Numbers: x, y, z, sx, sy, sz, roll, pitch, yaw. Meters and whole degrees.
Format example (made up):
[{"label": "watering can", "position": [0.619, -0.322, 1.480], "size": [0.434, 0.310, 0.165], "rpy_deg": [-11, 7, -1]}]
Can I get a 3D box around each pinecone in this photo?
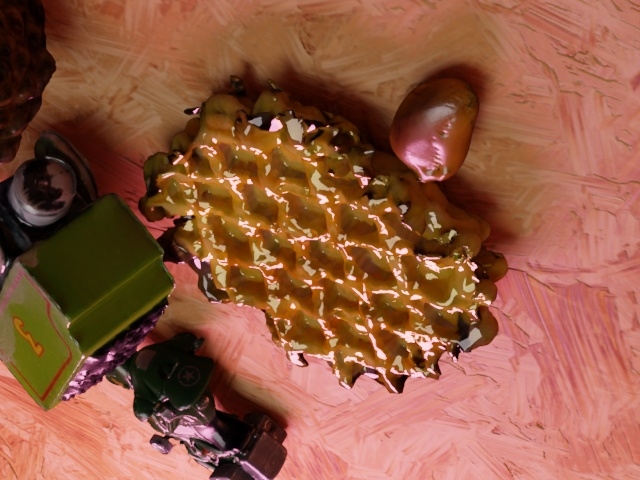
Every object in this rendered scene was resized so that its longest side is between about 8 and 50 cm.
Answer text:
[{"label": "pinecone", "position": [-0.383, -0.184, 1.796], "size": [0.243, 0.243, 0.257], "rpy_deg": [57, 180, -37]}]

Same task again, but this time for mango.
[{"label": "mango", "position": [0.106, -0.106, 1.684], "size": [0.077, 0.063, 0.127], "rpy_deg": [31, 142, 3]}]

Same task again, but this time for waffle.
[{"label": "waffle", "position": [0.000, 0.000, 1.878], "size": [0.382, 0.095, 0.379], "rpy_deg": [37, 148, -9]}]

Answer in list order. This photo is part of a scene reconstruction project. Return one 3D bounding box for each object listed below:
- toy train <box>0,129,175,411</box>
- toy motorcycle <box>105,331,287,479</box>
[{"label": "toy train", "position": [-0.296, 0.036, 2.014], "size": [0.249, 0.173, 0.307], "rpy_deg": [50, 152, 5]}, {"label": "toy motorcycle", "position": [-0.147, 0.210, 2.255], "size": [0.274, 0.125, 0.187], "rpy_deg": [41, 154, -23]}]
